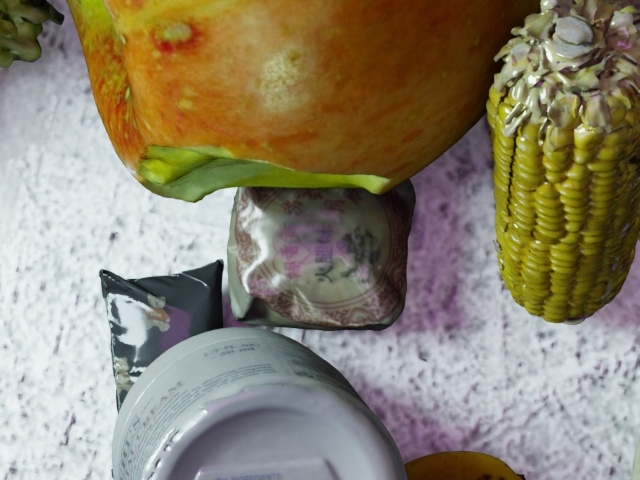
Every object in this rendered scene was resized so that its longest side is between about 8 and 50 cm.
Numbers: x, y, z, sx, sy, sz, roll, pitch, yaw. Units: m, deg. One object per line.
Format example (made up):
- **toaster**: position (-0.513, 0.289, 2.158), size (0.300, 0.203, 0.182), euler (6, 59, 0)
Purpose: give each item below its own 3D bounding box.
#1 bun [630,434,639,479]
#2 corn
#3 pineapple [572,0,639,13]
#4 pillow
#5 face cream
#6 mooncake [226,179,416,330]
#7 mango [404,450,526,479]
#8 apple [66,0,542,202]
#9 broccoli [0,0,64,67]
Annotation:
- **bun**: position (0.366, 0.177, 1.263), size (0.326, 0.234, 0.362), euler (-33, 79, 5)
- **corn**: position (0.163, -0.046, 1.250), size (0.115, 0.318, 0.115), euler (-2, 63, 4)
- **pineapple**: position (0.208, -0.105, 1.364), size (0.135, 0.079, 0.233), euler (-34, 80, -9)
- **pillow**: position (-0.106, 0.090, 1.376), size (0.090, 0.048, 0.150), euler (-6, 90, 9)
- **face cream**: position (-0.042, 0.157, 1.291), size (0.177, 0.153, 0.177), euler (-2, 100, -12)
- **mooncake**: position (0.000, 0.000, 1.366), size (0.130, 0.073, 0.125), euler (4, 85, 1)
- **mango**: position (0.090, 0.185, 1.359), size (0.114, 0.057, 0.079), euler (-7, 90, 10)
- **apple**: position (-0.014, -0.189, 1.251), size (0.339, 0.339, 0.339), euler (0, 86, 2)
- **broccoli**: position (-0.338, -0.215, 1.323), size (0.334, 0.324, 0.272), euler (10, 43, 11)
